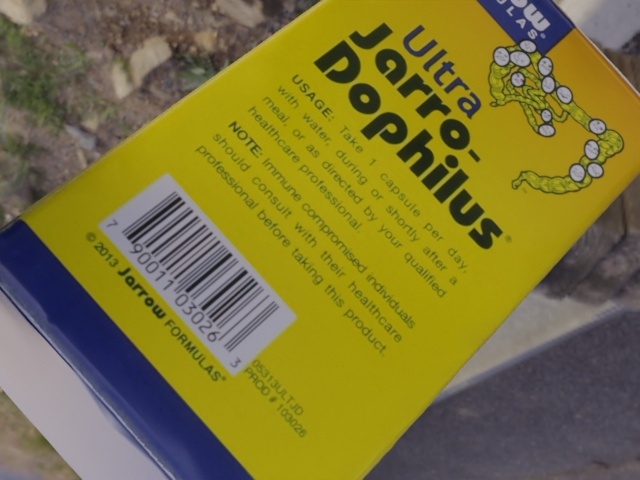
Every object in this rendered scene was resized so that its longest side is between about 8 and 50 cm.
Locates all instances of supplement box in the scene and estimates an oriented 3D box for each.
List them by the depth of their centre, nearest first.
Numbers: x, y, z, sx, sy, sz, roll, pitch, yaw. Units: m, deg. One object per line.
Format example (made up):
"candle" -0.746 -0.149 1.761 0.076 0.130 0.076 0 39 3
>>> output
"supplement box" 0.000 0.000 0.552 0.195 0.356 0.194 48 153 0
